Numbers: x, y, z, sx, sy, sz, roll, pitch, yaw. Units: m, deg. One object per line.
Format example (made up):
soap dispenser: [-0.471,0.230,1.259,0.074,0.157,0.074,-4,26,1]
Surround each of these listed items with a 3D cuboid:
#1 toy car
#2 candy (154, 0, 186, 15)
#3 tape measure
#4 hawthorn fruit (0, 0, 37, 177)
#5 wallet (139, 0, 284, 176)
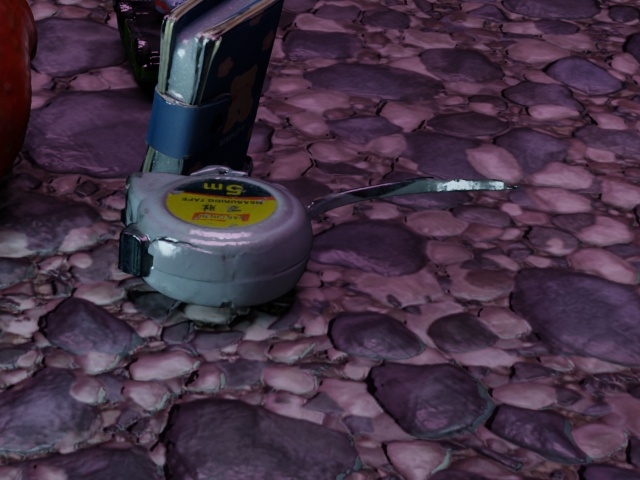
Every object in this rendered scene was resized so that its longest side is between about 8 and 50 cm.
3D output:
toy car: [-0.163,-0.200,1.855,0.071,0.062,0.165,-5,33,-15]
candy: [-0.149,-0.234,1.829,0.030,0.020,0.083,-11,35,-26]
tape measure: [0.000,0.000,1.529,0.330,0.084,0.164,3,34,-2]
hawthorn fruit: [-0.375,-0.140,1.560,0.284,0.284,0.284,4,31,-2]
wallet: [-0.095,-0.122,1.609,0.059,0.202,0.141,32,41,20]
